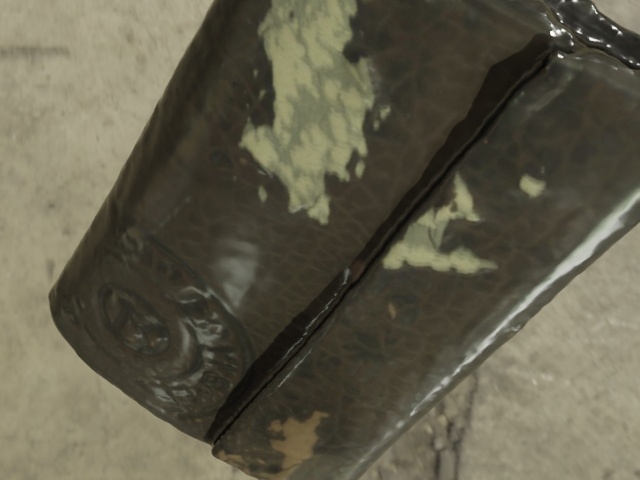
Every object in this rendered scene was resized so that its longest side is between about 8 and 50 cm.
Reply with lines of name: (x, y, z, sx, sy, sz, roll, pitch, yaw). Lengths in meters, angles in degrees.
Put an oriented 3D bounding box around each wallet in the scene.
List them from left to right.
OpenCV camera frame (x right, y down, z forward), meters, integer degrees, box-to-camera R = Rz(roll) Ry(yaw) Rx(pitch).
wallet: (0.000, 0.000, 0.582, 0.170, 0.044, 0.321, 36, 140, -3)
